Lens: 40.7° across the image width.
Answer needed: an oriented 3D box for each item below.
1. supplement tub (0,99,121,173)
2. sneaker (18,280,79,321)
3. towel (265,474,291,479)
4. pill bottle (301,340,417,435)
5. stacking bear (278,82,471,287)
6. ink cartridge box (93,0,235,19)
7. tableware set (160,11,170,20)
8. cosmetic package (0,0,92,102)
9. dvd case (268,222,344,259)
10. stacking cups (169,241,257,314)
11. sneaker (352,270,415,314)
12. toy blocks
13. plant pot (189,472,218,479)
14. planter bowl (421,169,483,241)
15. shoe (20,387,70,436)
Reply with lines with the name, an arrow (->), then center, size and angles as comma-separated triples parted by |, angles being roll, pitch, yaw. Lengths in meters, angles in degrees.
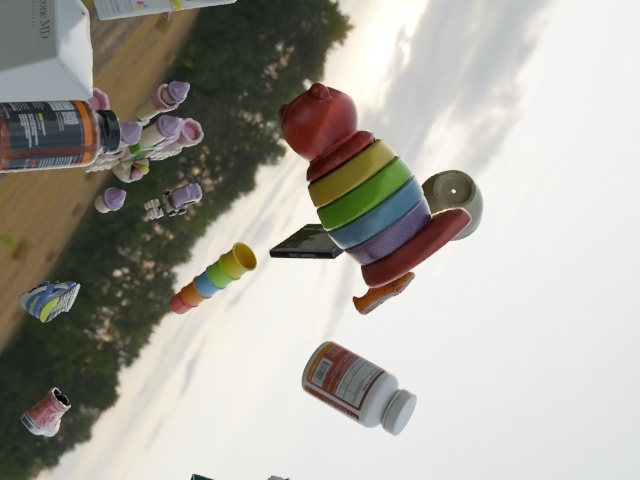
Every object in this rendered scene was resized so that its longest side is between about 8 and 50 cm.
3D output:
supplement tub -> -0.408, -0.159, 1.309 | 0.106, 0.197, 0.106 | 15, -72, 52
sneaker -> -0.454, 0.093, 1.458 | 0.144, 0.059, 0.053 | -35, 147, -79
towel -> -0.074, 0.489, 1.207 | 0.187, 0.282, 0.049 | -19, 176, -35
pill bottle -> 0.079, 0.298, 1.726 | 0.121, 0.216, 0.121 | -45, 150, -35
stacking bear -> 0.052, -0.092, 1.245 | 0.164, 0.289, 0.175 | -39, -171, -34
ink cartridge box -> -0.334, -0.599, 1.799 | 0.131, 0.306, 0.226 | -74, 157, -56
tableware set -> -0.367, -0.593, 1.974 | 0.168, 0.020, 0.141 | 36, -56, 36
cosmetic package -> -0.715, -0.374, 1.782 | 0.161, 0.453, 0.230 | 62, 18, -65
dvd case -> 0.000, 0.000, 2.360 | 0.238, 0.030, 0.179 | 1, -153, 42
stacking cups -> -0.323, 0.117, 2.537 | 0.316, 0.096, 0.096 | -33, -154, 33
sneaker -> 0.158, 0.118, 2.150 | 0.175, 0.067, 0.064 | -29, 163, -9
toy blocks -> -0.389, -0.225, 2.030 | 0.260, 0.309, 0.288 | -21, 177, 40
plant pot -> -0.260, 0.695, 1.974 | 0.234, 0.165, 0.165 | -63, -161, 10
planter bowl -> 0.292, -0.092, 1.929 | 0.109, 0.162, 0.162 | 94, 20, -67
shoe -> -0.541, 0.347, 1.747 | 0.081, 0.063, 0.178 | -41, 173, -9
